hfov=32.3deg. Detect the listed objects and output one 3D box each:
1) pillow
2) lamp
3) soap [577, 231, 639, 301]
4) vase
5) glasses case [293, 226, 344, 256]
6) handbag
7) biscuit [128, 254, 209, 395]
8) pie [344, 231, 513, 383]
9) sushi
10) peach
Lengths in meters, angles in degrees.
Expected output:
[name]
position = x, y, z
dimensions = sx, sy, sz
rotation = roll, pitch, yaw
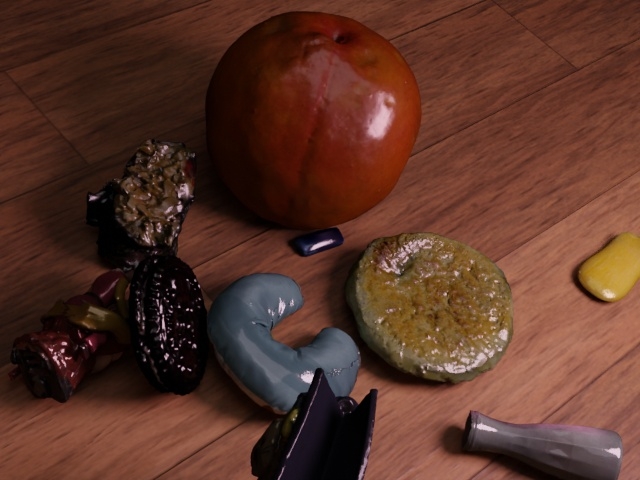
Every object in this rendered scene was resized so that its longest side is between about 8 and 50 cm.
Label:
[pillow]
position = -0.049, 0.144, 1.555
dimensions = 0.233, 0.086, 0.214
rotation = 42, 41, 16
[lamp]
position = -0.300, 0.111, 1.495
dimensions = 0.118, 0.118, 0.253
rotation = 34, 45, 13
[soap]
position = 0.496, 0.047, 1.850
dimensions = 0.168, 0.033, 0.089
rotation = -31, 66, -36
[vase]
position = 0.307, 0.289, 1.550
dimensions = 0.214, 0.086, 0.086
rotation = 13, 47, 0
[glasses case]
position = 0.000, 0.000, 1.741
dimensions = 0.083, 0.023, 0.033
rotation = -18, 55, -29
[handbag]
position = -0.048, 0.337, 1.238
dimensions = 0.122, 0.303, 0.329
rotation = 22, 47, -2
[biscuit]
position = -0.201, 0.112, 1.479
dimensions = 0.053, 0.194, 0.195
rotation = -8, 46, 15
[pie]
position = 0.170, 0.102, 1.678
dimensions = 0.277, 0.078, 0.277
rotation = 7, 53, -9
[sushi]
position = -0.263, -0.061, 1.650
dimensions = 0.147, 0.115, 0.212
rotation = 20, 48, -1
[peach]
position = -0.013, -0.198, 1.722
dimensions = 0.342, 0.302, 0.343
rotation = 9, 49, -11
